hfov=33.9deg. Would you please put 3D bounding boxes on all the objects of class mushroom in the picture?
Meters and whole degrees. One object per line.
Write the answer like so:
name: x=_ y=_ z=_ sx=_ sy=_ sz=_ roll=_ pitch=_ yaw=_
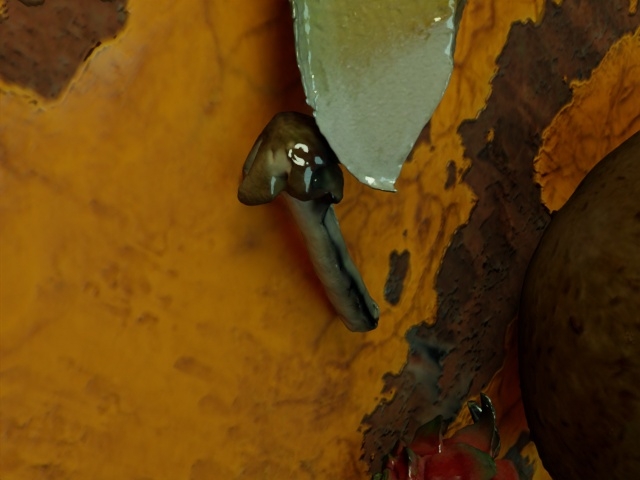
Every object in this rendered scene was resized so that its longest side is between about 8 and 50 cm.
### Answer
mushroom: x=0.000 y=0.000 z=0.634 sx=0.187 sy=0.061 sz=0.060 roll=70 pitch=26 yaw=-45
mushroom: x=0.314 y=0.087 z=0.791 sx=0.331 sy=0.356 sz=0.334 roll=-43 pitch=177 yaw=3

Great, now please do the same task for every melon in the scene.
melon: x=0.045 y=-0.132 z=0.585 sx=0.139 sy=0.093 sz=0.203 roll=-29 pitch=115 yaw=-68

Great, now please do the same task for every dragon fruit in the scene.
dragon fruit: x=0.089 y=0.191 z=0.753 sx=0.142 sy=0.130 sz=0.121 roll=-29 pitch=91 yaw=-34
